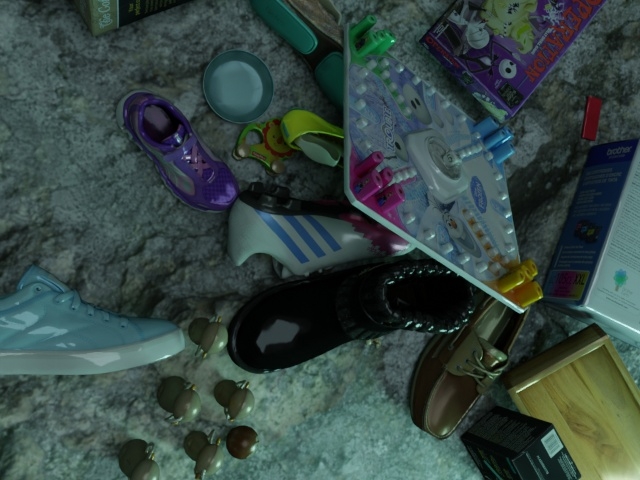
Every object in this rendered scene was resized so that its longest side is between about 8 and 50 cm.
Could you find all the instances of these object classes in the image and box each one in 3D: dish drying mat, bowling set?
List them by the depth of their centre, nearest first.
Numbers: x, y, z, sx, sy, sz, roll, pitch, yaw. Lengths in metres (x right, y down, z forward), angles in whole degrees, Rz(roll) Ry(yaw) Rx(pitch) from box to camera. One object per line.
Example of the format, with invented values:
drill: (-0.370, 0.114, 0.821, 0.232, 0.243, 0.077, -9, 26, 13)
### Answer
bowling set: (-0.159, 0.270, 1.236, 0.199, 0.154, 0.287, 28, 81, -19)
dish drying mat: (0.526, -0.236, 1.578, 0.032, 0.008, 0.083, 11, 87, -20)

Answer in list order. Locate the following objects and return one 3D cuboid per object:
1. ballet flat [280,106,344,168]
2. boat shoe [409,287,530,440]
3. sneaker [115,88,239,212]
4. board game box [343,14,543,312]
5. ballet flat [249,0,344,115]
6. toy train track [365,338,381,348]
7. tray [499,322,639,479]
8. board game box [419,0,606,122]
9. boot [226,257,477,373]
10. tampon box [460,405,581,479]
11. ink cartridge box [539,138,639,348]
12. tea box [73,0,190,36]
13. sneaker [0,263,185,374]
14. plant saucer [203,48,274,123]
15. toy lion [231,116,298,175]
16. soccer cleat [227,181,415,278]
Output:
ballet flat: (0.036, -0.145, 1.339, 0.231, 0.077, 0.077, 20, 41, -26)
boat shoe: (0.265, 0.194, 1.418, 0.122, 0.120, 0.324, 31, 79, -18)
sneaker: (-0.212, -0.135, 1.242, 0.095, 0.104, 0.236, -47, 107, -16)
board game box: (0.192, -0.128, 1.270, 0.390, 0.050, 0.390, 31, 42, -31)
ballet flat: (0.020, -0.324, 1.336, 0.316, 0.107, 0.106, 49, 56, -15)
toy train track: (0.114, 0.160, 1.411, 0.083, 0.014, 0.048, -27, 117, -26)
tray: (0.525, 0.376, 1.509, 0.202, 0.076, 0.411, -31, 101, 7)
board game box: (0.354, -0.399, 1.448, 0.208, 0.056, 0.347, 44, 70, -10)
boot: (0.041, 0.114, 1.255, 0.348, 0.260, 0.131, -23, 99, -20)
tampon box: (0.350, 0.380, 1.429, 0.101, 0.161, 0.120, -35, 103, -18)
ink cartridge box: (0.614, -0.014, 1.536, 0.270, 0.151, 0.396, 25, 83, -19)
tea box: (-0.215, -0.493, 1.095, 0.323, 0.329, 0.220, -27, 82, -20)
sneaker: (-0.374, 0.110, 1.164, 0.365, 0.135, 0.150, 1, 93, -22)
plant saucer: (-0.134, -0.248, 1.315, 0.119, 0.021, 0.119, 0, 90, -22)
toy lion: (-0.084, -0.161, 1.332, 0.100, 0.034, 0.096, 24, 75, -19)
soccer cleat: (0.000, 0.000, 1.335, 0.331, 0.116, 0.143, 10, 111, -25)
